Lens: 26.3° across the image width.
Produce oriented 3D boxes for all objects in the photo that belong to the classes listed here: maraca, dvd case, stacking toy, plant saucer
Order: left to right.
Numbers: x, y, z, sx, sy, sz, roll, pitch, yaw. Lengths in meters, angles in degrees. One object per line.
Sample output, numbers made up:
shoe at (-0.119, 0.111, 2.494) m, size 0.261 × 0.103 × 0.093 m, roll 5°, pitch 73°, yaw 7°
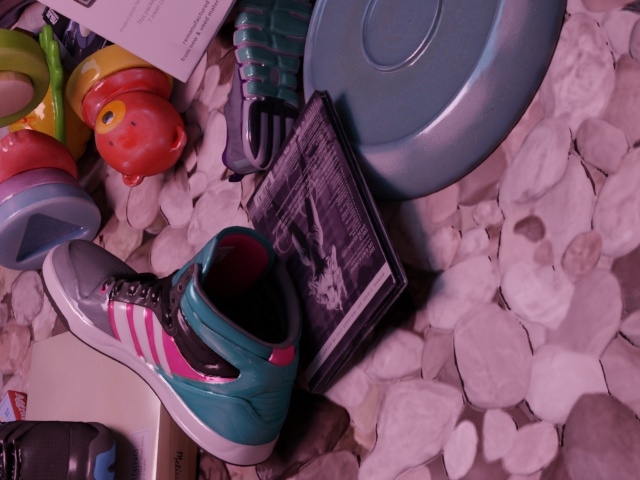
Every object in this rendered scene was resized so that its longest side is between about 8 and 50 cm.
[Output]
stacking toy at (-0.311, -0.080, 1.476) m, size 0.309 × 0.279 × 0.130 m, roll -45°, pitch 57°, yaw 29°
maraca at (-0.320, -0.162, 1.626) m, size 0.127 × 0.099 × 0.185 m, roll -126°, pitch 35°, yaw -48°
dvd case at (0.000, 0.000, 1.223) m, size 0.164 × 0.018 × 0.221 m, roll -56°, pitch 42°, yaw 41°
plant saucer at (0.082, -0.193, 1.215) m, size 0.318 × 0.044 × 0.317 m, roll -23°, pitch 59°, yaw 44°

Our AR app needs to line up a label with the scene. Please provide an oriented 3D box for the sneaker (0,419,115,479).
sneaker at (-0.333, 0.243, 1.393) m, size 0.341 × 0.140 × 0.125 m, roll -15°, pitch 63°, yaw 46°

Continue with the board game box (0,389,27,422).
board game box at (-0.410, 0.328, 1.629) m, size 0.281 × 0.027 × 0.145 m, roll -54°, pitch 40°, yaw 22°

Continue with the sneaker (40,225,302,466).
sneaker at (-0.126, 0.048, 1.241) m, size 0.295 × 0.124 × 0.178 m, roll 39°, pitch 120°, yaw 21°

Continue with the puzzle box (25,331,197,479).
puzzle box at (-0.226, 0.282, 1.402) m, size 0.272 × 0.052 × 0.408 m, roll -18°, pitch 63°, yaw 46°

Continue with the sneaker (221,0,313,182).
sneaker at (-0.067, -0.171, 1.360) m, size 0.098 × 0.083 × 0.223 m, roll -21°, pitch 59°, yaw 55°

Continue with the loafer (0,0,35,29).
loafer at (-0.420, -0.376, 1.853) m, size 0.302 × 0.095 × 0.109 m, roll -36°, pitch 51°, yaw 37°

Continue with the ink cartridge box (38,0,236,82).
ink cartridge box at (-0.231, -0.313, 1.378) m, size 0.129 × 0.307 × 0.223 m, roll -57°, pitch 14°, yaw 21°

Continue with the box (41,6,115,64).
box at (-0.241, -0.281, 1.613) m, size 0.147 × 0.077 × 0.180 m, roll -60°, pitch 40°, yaw 17°

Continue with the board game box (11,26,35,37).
board game box at (-0.399, -0.205, 1.735) m, size 0.259 × 0.039 × 0.124 m, roll -127°, pitch 59°, yaw -77°
